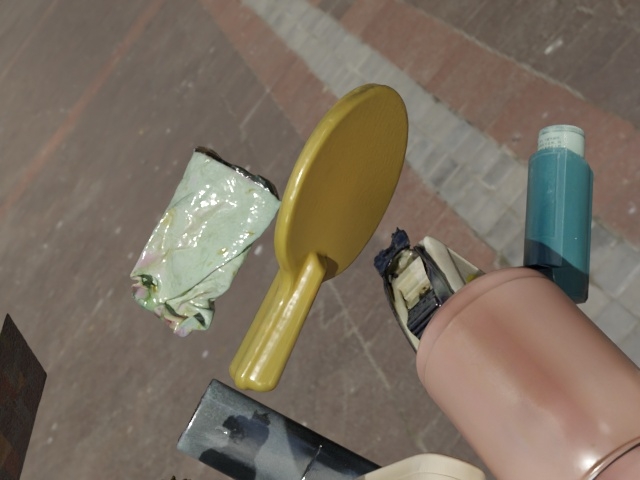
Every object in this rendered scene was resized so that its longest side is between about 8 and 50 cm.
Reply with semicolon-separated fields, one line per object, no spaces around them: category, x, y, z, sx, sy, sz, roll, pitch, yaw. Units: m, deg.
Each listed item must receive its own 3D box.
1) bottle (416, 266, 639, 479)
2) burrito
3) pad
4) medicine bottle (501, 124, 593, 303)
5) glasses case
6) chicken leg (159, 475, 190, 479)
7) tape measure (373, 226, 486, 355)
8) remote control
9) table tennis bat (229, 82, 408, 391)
bottle;0.230;0.186;0.895;0.297;0.173;0.206;50;135;43
burrito;-0.152;0.005;1.229;0.229;0.144;0.089;-60;-18;0
pad;-0.376;0.210;1.140;0.003;0.143;0.211;-4;48;7
medicine bottle;0.292;-0.024;1.220;0.079;0.124;0.258;155;126;-64
glasses case;0.088;0.259;0.948;0.196;0.083;0.050;-39;34;53
chicken leg;-0.210;0.331;0.947;0.088;0.103;0.227;19;43;22
tape measure;0.198;0.131;1.323;0.133;0.271;0.231;-45;23;21
remote control;-0.002;0.315;1.257;0.107;0.377;0.044;-62;2;-6
table tennis bat;0.000;0.000;0.909;0.050;0.198;0.321;27;91;25
